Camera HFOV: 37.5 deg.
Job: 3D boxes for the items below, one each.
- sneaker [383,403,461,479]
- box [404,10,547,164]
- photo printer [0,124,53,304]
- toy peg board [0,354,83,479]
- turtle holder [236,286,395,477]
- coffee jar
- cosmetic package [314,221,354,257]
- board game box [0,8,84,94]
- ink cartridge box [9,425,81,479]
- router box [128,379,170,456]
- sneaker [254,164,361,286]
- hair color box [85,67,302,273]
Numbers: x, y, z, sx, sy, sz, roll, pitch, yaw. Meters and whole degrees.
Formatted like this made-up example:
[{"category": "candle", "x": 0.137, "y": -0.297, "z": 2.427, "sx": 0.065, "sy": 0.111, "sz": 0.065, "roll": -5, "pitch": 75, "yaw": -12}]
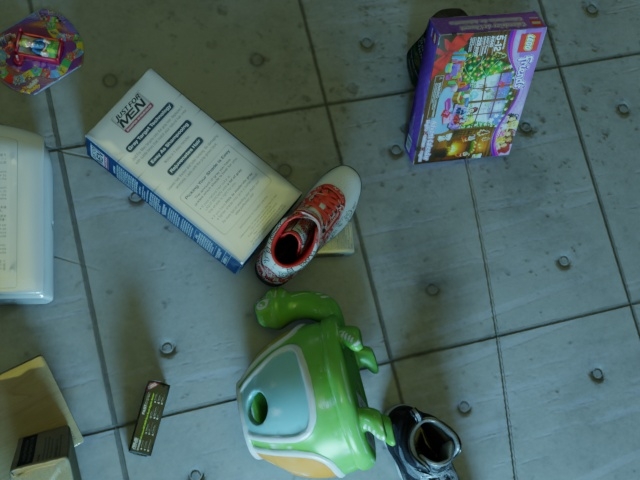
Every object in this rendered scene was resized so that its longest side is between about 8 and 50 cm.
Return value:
[{"category": "sneaker", "x": 0.198, "y": 0.403, "z": 1.608, "sx": 0.101, "sy": 0.153, "sz": 0.268, "roll": -27, "pitch": 84, "yaw": -16}, {"category": "box", "x": 0.275, "y": -0.272, "z": 1.713, "sx": 0.201, "sy": 0.293, "sz": 0.057, "roll": -8, "pitch": 47, "yaw": -13}, {"category": "photo printer", "x": -0.577, "y": -0.046, "z": 1.569, "sx": 0.256, "sy": 0.107, "sz": 0.307, "roll": -2, "pitch": 77, "yaw": -13}, {"category": "toy peg board", "x": -0.496, "y": 0.288, "z": 1.539, "sx": 0.161, "sy": 0.079, "sz": 0.160, "roll": -26, "pitch": 100, "yaw": -16}, {"category": "turtle holder", "x": -0.023, "y": 0.235, "z": 1.557, "sx": 0.227, "sy": 0.243, "sz": 0.320, "roll": -16, "pitch": 93, "yaw": 6}, {"category": "coffee jar", "x": 0.224, "y": -0.358, "z": 1.768, "sx": 0.079, "sy": 0.184, "sz": 0.096, "roll": -7, "pitch": 78, "yaw": -14}, {"category": "cosmetic package", "x": 0.000, "y": 0.000, "z": 1.715, "sx": 0.115, "sy": 0.041, "sz": 0.060, "roll": -1, "pitch": 78, "yaw": -12}, {"category": "board game box", "x": -0.510, "y": -0.344, "z": 1.690, "sx": 0.169, "sy": 0.033, "sz": 0.133, "roll": -37, "pitch": 87, "yaw": -17}, {"category": "ink cartridge box", "x": -0.400, "y": 0.422, "z": 1.430, "sx": 0.088, "sy": 0.193, "sz": 0.234, "roll": -12, "pitch": 95, "yaw": -14}, {"category": "router box", "x": -0.284, "y": 0.295, "z": 1.562, "sx": 0.038, "sy": 0.092, "sz": 0.122, "roll": 16, "pitch": 74, "yaw": -8}, {"category": "sneaker", "x": -0.005, "y": -0.037, "z": 1.624, "sx": 0.090, "sy": 0.145, "sz": 0.270, "roll": 41, "pitch": 73, "yaw": 0}, {"category": "hair color box", "x": -0.224, "y": -0.119, "z": 1.662, "sx": 0.347, "sy": 0.105, "sz": 0.174, "roll": 40, "pitch": 73, "yaw": -1}]
